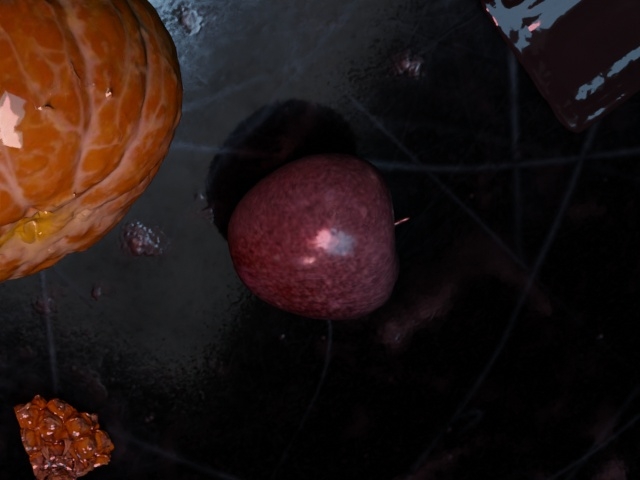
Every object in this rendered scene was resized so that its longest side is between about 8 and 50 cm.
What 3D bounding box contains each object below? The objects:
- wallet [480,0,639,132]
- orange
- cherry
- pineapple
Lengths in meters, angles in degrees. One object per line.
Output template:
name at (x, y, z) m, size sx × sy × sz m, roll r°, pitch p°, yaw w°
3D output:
wallet at (0.257, -0.287, 1.702) m, size 0.247 × 0.041 × 0.323 m, roll -36°, pitch 116°, yaw 3°
orange at (-0.276, -0.107, 1.498) m, size 0.329 × 0.249 × 0.329 m, roll -33°, pitch 163°, yaw -11°
cherry at (-0.002, -0.003, 1.714) m, size 0.176 × 0.140 × 0.176 m, roll -4°, pitch 129°, yaw -5°
pineapple at (-0.265, 0.218, 1.779) m, size 0.114 × 0.114 × 0.077 m, roll 35°, pitch 121°, yaw -22°
